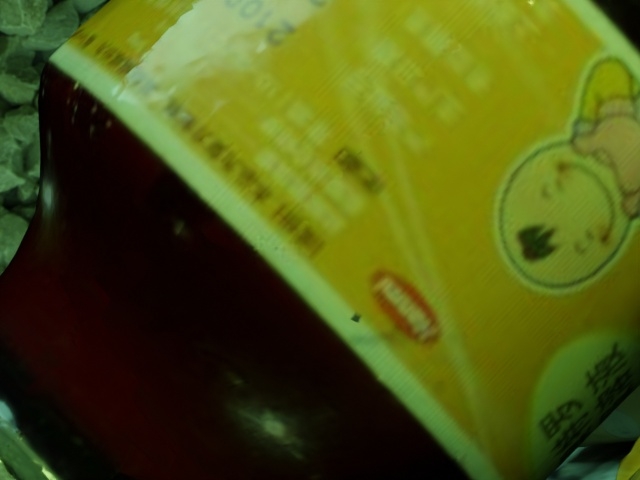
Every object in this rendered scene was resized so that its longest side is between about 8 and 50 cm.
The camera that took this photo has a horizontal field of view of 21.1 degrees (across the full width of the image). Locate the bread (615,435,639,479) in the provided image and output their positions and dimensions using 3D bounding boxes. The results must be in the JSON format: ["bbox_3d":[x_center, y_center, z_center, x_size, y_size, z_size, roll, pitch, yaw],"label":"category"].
[{"bbox_3d":[0.156,0.043,0.364,0.227,0.142,0.253,-60,-10,9],"label":"bread"}]

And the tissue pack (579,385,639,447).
[{"bbox_3d":[0.226,0.023,0.814,0.186,0.090,0.222,-30,9,-41],"label":"tissue pack"}]

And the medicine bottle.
[{"bbox_3d":[-0.034,0.039,0.631,0.395,0.242,0.242,-45,7,-1],"label":"medicine bottle"}]
